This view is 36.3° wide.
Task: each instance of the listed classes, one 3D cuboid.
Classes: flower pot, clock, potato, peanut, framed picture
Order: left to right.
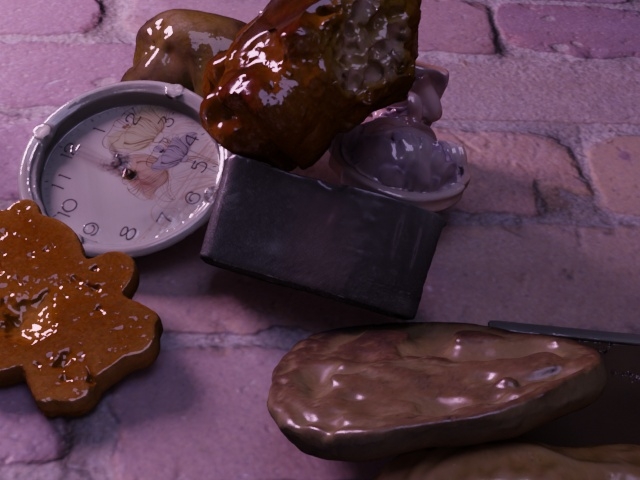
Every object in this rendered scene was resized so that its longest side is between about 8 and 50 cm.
[{"bbox_3d":[-0.206,-0.071,1.060,0.236,0.053,0.236,-2,58,4],"label":"clock"},{"bbox_3d":[-0.139,-0.197,1.174,0.200,0.155,0.137,8,-2,9],"label":"potato"},{"bbox_3d":[0.000,0.000,0.970,0.229,0.103,0.108,17,83,6],"label":"flower pot"},{"bbox_3d":[0.184,0.218,0.754,0.313,0.149,0.149,5,42,-9],"label":"peanut"},{"bbox_3d":[0.298,0.168,0.920,0.273,0.016,0.216,7,42,-1],"label":"framed picture"}]

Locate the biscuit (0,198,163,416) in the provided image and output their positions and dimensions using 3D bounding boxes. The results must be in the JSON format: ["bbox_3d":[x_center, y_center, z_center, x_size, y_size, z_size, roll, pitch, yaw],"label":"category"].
[{"bbox_3d":[-0.266,0.059,0.929,0.249,0.035,0.184,37,58,23],"label":"biscuit"}]

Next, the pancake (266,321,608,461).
[{"bbox_3d":[0.085,0.118,0.827,0.294,0.049,0.294,-7,10,1],"label":"pancake"}]

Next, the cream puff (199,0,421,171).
[{"bbox_3d":[-0.006,-0.185,1.002,0.269,0.155,0.241,-32,24,-4],"label":"cream puff"}]

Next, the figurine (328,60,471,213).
[{"bbox_3d":[0.091,-0.107,1.101,0.162,0.141,0.237,13,42,-4],"label":"figurine"}]
